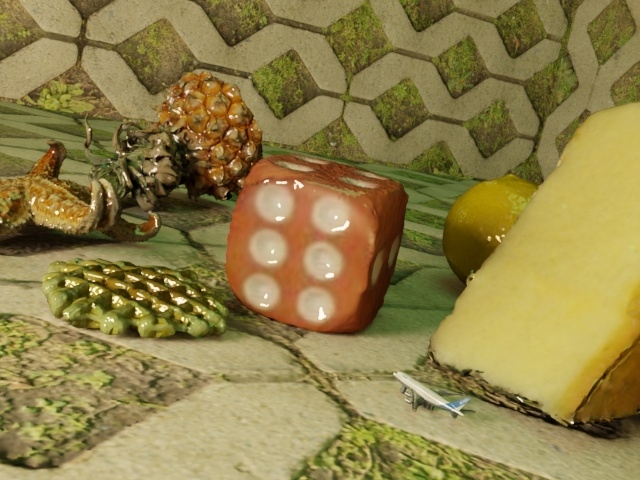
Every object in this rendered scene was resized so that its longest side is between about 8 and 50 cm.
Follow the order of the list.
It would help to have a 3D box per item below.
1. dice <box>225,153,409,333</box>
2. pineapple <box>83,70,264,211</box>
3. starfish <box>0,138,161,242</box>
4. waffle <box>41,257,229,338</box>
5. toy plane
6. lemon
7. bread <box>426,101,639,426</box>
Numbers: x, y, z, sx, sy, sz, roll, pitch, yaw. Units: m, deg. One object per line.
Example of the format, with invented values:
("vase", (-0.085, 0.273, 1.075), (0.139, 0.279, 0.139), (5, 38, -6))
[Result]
("dice", (0.000, 0.000, 0.843), (0.174, 0.174, 0.179), (16, 11, 11))
("pineapple", (-0.269, -0.145, 1.252), (0.263, 0.262, 0.272), (19, 34, 28))
("starfish", (-0.356, -0.055, 0.916), (0.312, 0.112, 0.303), (5, 14, -19))
("waffle", (-0.186, 0.056, 0.731), (0.184, 0.036, 0.169), (5, 15, -28))
("toy plane", (0.098, 0.141, 0.654), (0.084, 0.024, 0.078), (14, 11, 42))
("lemon", (0.288, -0.002, 1.108), (0.192, 0.192, 0.231), (6, 20, -29))
("bread", (0.278, 0.014, 0.730), (0.279, 0.315, 0.248), (-8, 12, -31))
